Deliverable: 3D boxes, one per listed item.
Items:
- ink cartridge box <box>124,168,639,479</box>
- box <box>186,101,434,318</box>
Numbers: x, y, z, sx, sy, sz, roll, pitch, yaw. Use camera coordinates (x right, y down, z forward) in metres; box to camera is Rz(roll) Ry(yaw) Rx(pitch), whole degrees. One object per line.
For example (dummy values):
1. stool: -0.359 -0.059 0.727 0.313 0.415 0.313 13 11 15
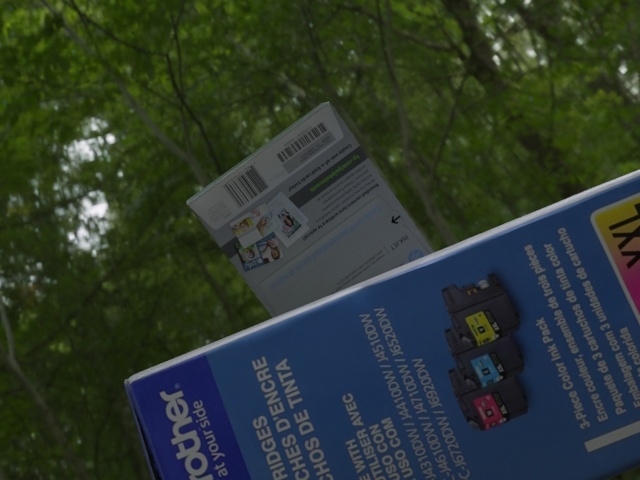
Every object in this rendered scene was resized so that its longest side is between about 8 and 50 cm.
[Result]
1. ink cartridge box: 0.051 0.108 0.584 0.396 0.151 0.270 -20 -11 2
2. box: 0.000 0.000 0.754 0.145 0.038 0.186 -37 -79 -2
